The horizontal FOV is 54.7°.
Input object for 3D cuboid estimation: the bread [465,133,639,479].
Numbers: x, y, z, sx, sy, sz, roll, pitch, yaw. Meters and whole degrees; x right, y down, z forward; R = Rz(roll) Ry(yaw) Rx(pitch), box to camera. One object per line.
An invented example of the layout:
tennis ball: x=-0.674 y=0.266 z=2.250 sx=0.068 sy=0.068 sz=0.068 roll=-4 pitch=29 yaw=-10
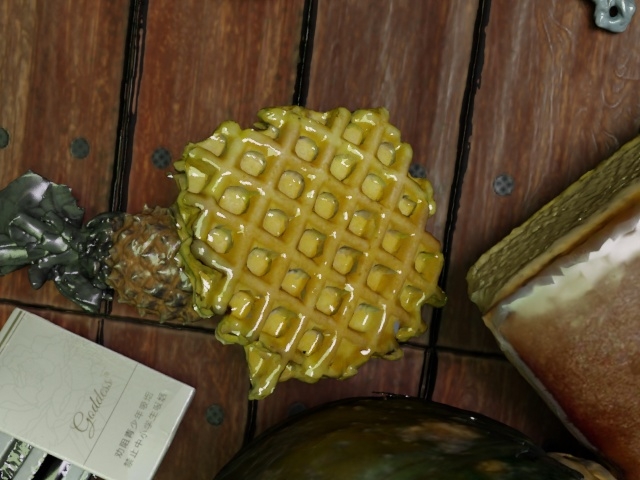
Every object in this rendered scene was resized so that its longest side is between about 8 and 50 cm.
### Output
bread: x=0.329 y=0.055 z=0.485 sx=0.333 sy=0.143 sz=0.323 roll=-40 pitch=105 yaw=7

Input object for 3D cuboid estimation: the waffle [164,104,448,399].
waffle: x=0.001 y=0.000 z=0.533 sx=0.254 sy=0.052 sz=0.245 roll=-17 pitch=91 yaw=-28

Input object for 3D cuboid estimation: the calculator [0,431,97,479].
calculator: x=-0.338 y=0.178 z=0.601 sx=0.261 sy=0.021 sz=0.161 roll=28 pitch=69 yaw=1

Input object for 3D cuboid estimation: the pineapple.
pineapple: x=-0.201 y=0.008 z=0.573 sx=0.237 sy=0.119 sz=0.111 roll=7 pitch=139 yaw=8

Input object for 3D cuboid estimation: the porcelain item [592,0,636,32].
porcelain item: x=0.254 y=-0.226 z=0.557 sx=0.036 sy=0.028 sz=0.083 roll=-29 pitch=93 yaw=22

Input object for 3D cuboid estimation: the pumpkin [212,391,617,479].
pumpkin: x=0.096 y=0.297 z=0.402 sx=0.454 sy=0.454 sz=0.344 roll=44 pitch=77 yaw=0

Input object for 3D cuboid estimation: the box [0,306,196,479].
box: x=-0.233 y=0.153 z=0.597 sx=0.198 sy=0.029 sz=0.109 roll=24 pitch=69 yaw=1
